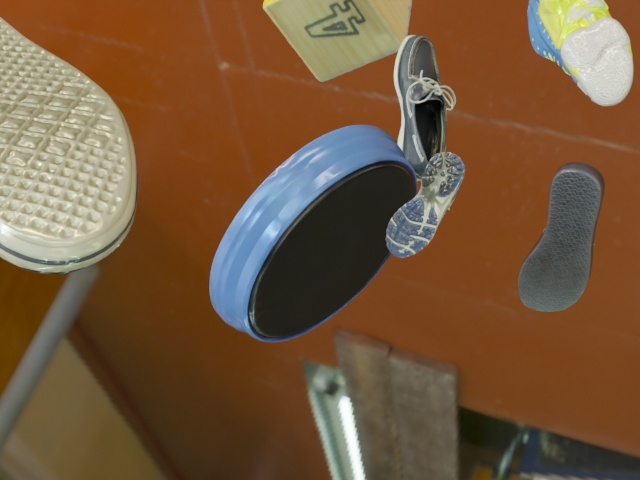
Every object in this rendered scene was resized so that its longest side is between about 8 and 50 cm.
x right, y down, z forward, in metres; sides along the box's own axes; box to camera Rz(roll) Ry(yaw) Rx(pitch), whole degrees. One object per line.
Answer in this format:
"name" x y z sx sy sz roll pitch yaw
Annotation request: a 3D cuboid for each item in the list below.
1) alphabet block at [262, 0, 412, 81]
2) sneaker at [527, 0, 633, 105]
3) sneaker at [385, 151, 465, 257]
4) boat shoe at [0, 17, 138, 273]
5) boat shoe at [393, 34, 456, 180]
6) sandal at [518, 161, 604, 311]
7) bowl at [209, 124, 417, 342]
"alphabet block" 0.036 -0.443 2.122 0.193 0.192 0.197 -20 128 27
"sneaker" 0.344 -0.266 1.559 0.091 0.240 0.126 -13 158 -7
"sneaker" 0.125 -0.037 1.311 0.052 0.135 0.058 38 -164 16
"boat shoe" -0.311 -0.088 1.119 0.500 0.186 0.156 40 137 46
"boat shoe" 0.175 -0.229 1.960 0.095 0.255 0.079 11 168 -32
"sandal" 0.354 -0.001 1.664 0.097 0.054 0.255 21 126 12
"bowl" 0.000 0.000 1.815 0.077 0.391 0.391 42 159 26
